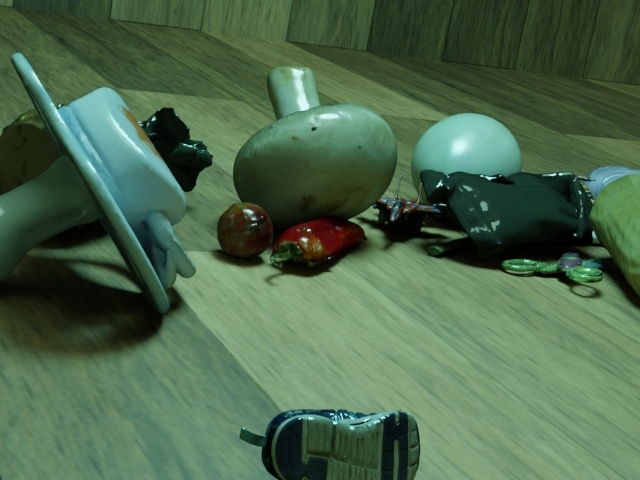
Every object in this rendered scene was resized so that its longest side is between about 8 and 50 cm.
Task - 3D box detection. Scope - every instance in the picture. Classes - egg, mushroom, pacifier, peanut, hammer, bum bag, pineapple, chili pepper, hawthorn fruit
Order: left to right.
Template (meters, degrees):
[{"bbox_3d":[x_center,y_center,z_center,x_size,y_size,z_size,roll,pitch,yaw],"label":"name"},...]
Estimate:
[{"bbox_3d":[-0.259,-0.026,1.256,0.233,0.244,0.299,-27,57,-13],"label":"pacifier"},{"bbox_3d":[-0.237,-0.092,1.536,0.141,0.170,0.310,59,25,10],"label":"pineapple"},{"bbox_3d":[-0.076,-0.013,1.474,0.067,0.066,0.103,3,-6,-27],"label":"hawthorn fruit"},{"bbox_3d":[-0.015,-0.122,1.629,0.207,0.215,0.207,-13,-22,-6],"label":"mushroom"},{"bbox_3d":[0.000,0.000,1.536,0.059,0.050,0.268,0,8,26],"label":"chili pepper"},{"bbox_3d":[0.205,-0.104,1.865,0.151,0.151,0.209,16,19,21],"label":"egg"},{"bbox_3d":[0.198,0.002,1.729,0.062,0.013,0.199,19,17,29],"label":"hammer"},{"bbox_3d":[0.258,-0.034,1.740,0.326,0.079,0.142,-1,52,-41],"label":"bum bag"},{"bbox_3d":[0.438,0.003,1.655,0.148,0.147,0.319,8,17,-8],"label":"peanut"}]

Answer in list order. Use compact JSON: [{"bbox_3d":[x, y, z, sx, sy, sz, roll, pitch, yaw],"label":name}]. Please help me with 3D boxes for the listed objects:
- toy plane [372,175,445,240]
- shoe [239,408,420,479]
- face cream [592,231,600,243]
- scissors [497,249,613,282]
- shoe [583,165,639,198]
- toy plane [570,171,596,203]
[{"bbox_3d":[0.104,-0.035,1.719,0.130,0.061,0.189,13,19,8],"label":"toy plane"},{"bbox_3d":[0.014,0.153,0.963,0.143,0.063,0.071,6,-4,-37],"label":"shoe"},{"bbox_3d":[0.458,-0.017,1.910,0.244,0.058,0.092,1,22,-12],"label":"face cream"},{"bbox_3d":[0.319,0.031,1.689,0.134,0.020,0.187,10,11,30],"label":"scissors"},{"bbox_3d":[0.547,-0.063,2.074,0.245,0.095,0.137,1,21,-19],"label":"shoe"},{"bbox_3d":[0.332,-0.069,1.985,0.194,0.077,0.126,6,10,15],"label":"toy plane"}]
